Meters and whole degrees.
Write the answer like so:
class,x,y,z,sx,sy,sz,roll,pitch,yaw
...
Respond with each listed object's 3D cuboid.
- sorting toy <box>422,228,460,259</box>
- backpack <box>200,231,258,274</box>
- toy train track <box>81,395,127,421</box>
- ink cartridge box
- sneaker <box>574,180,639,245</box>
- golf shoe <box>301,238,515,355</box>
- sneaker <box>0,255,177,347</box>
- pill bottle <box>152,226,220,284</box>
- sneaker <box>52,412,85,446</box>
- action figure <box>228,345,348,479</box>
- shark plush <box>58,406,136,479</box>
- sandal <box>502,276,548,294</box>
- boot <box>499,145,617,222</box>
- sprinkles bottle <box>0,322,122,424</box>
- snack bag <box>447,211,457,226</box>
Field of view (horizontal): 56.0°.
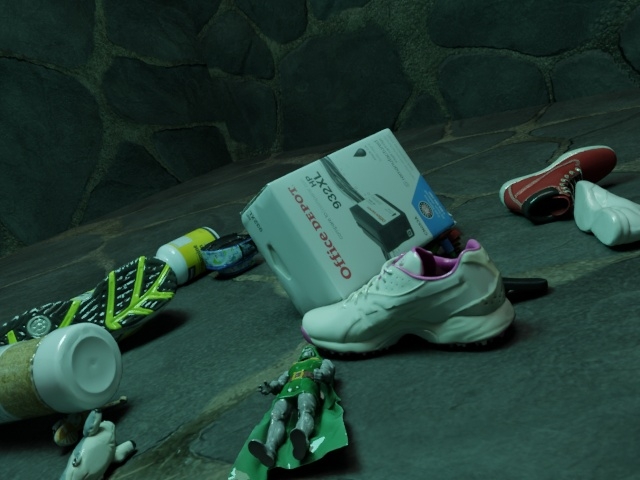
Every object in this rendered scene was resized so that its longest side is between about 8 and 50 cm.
class,x,y,z,sx,sy,sz,roll,pitch,yaw
sorting toy,0.226,0.019,1.112,0.102,0.042,0.061,-34,5,-18
backpack,-0.212,0.035,1.399,0.105,0.084,0.114,-1,17,46
toy train track,-0.335,0.250,0.910,0.083,0.014,0.048,-17,16,-5
ink cartridge box,0.053,-0.036,1.059,0.307,0.223,0.129,-30,-6,-37
sneaker,0.495,-0.045,1.012,0.094,0.080,0.212,-3,24,4
golf shoe,0.105,0.077,0.838,0.306,0.140,0.115,-11,18,23
sneaker,-0.445,0.174,1.133,0.384,0.145,0.147,-26,-12,-25
pill bottle,-0.328,0.045,1.449,0.103,0.103,0.184,-2,22,42
sneaker,-0.360,0.270,0.845,0.037,0.032,0.083,-23,6,-1
action figure,-0.026,0.190,0.730,0.137,0.063,0.232,-17,12,10
shark plush,-0.288,0.284,0.730,0.067,0.073,0.161,-30,29,28
sandal,0.242,0.076,0.882,0.179,0.040,0.067,0,6,2
boot,0.497,-0.107,1.185,0.244,0.088,0.176,-24,16,2
sprinkles bottle,-0.469,0.215,0.904,0.355,0.121,0.121,-16,14,24
snack bag,0.100,-0.016,1.348,0.342,0.037,0.323,-22,16,-1
